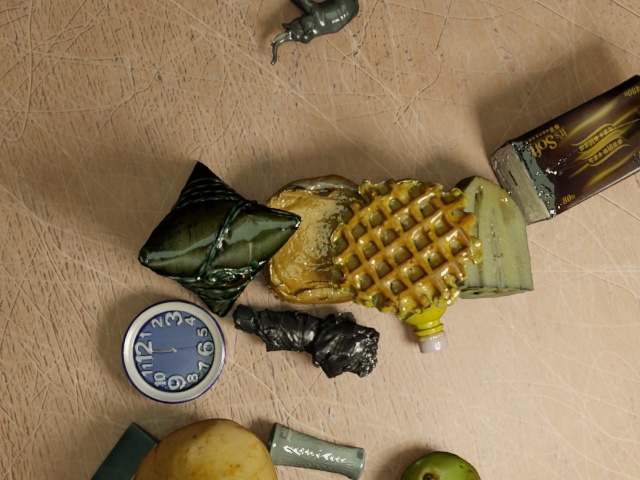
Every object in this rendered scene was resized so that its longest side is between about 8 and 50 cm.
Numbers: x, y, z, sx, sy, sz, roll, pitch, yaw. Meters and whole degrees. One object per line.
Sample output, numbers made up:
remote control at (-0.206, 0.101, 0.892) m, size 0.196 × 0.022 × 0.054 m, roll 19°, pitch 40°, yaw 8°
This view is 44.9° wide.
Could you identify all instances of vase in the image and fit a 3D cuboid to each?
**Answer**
vase at (-0.010, 0.485, 1.758) m, size 0.219 × 0.096 × 0.096 m, roll 15°, pitch 85°, yaw -7°

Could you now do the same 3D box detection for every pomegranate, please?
pomegranate at (0.298, 0.573, 1.736) m, size 0.240 × 0.190 × 0.159 m, roll 36°, pitch 59°, yaw -1°
pomegranate at (-0.247, 0.541, 1.609) m, size 0.342 × 0.342 × 0.343 m, roll 0°, pitch 86°, yaw -5°

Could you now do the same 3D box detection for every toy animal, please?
toy animal at (-0.029, -0.532, 1.821) m, size 0.269 × 0.082 × 0.137 m, roll -29°, pitch 88°, yaw -7°

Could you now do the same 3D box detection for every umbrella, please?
umbrella at (-0.035, 0.232, 1.761) m, size 0.336 × 0.128 × 0.155 m, roll 3°, pitch 71°, yaw 1°

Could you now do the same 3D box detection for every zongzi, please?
zongzi at (-0.234, -0.046, 1.664) m, size 0.318 × 0.383 × 0.362 m, roll -10°, pitch 75°, yaw -11°

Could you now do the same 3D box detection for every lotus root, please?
lotus root at (0.341, -0.005, 1.763) m, size 0.267 × 0.149 × 0.261 m, roll 6°, pitch 72°, yaw -43°

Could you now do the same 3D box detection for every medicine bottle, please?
medicine bottle at (0.234, 0.149, 1.783) m, size 0.121 × 0.122 × 0.213 m, roll -15°, pitch 88°, yaw -6°

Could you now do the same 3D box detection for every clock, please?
clock at (-0.328, 0.248, 1.748) m, size 0.230 × 0.083 × 0.231 m, roll 0°, pitch 88°, yaw -4°

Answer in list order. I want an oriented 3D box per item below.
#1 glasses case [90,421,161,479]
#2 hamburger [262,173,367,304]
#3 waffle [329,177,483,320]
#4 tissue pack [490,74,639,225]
glasses case at (-0.460, 0.548, 1.728) m, size 0.105 × 0.056 × 0.266 m, roll 35°, pitch 84°, yaw -3°
hamburger at (0.000, 0.000, 1.753) m, size 0.318 × 0.158 × 0.319 m, roll 0°, pitch 87°, yaw -6°
waffle at (0.175, 0.015, 1.622) m, size 0.324 × 0.068 × 0.302 m, roll 9°, pitch 80°, yaw 16°
tissue pack at (0.599, -0.204, 1.800) m, size 0.369 × 0.198 × 0.210 m, roll -28°, pitch 93°, yaw -7°
